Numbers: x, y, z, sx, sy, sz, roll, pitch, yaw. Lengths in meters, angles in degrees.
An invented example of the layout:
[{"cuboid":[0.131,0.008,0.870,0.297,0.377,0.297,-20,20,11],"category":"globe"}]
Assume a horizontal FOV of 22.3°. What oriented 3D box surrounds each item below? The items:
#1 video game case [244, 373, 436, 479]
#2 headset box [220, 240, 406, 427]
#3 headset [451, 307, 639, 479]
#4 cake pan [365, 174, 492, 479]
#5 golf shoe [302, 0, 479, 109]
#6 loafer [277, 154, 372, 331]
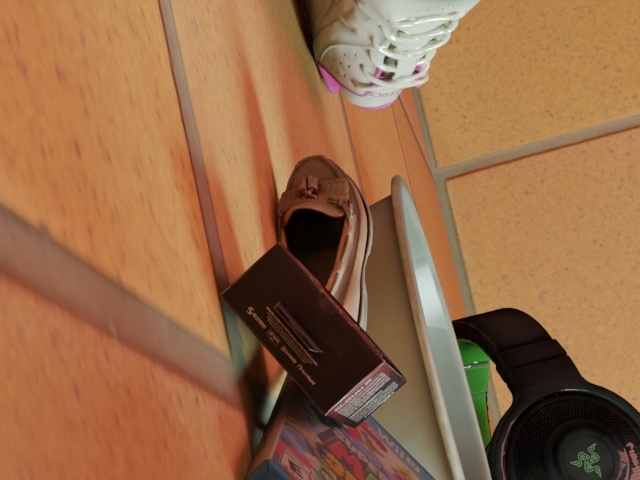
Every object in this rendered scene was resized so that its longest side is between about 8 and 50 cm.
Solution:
[{"cuboid":[0.025,0.107,0.636,0.119,0.015,0.166,45,9,-3],"category":"video game case"},{"cuboid":[-0.002,0.038,0.629,0.062,0.032,0.083,48,1,13],"category":"headset box"},{"cuboid":[0.153,0.227,1.202,0.394,0.185,0.243,-121,-156,-46],"category":"headset"},{"cuboid":[0.062,0.106,1.011,0.293,0.054,0.293,-14,90,-83],"category":"cake pan"},{"cuboid":[0.059,-0.157,1.105,0.306,0.115,0.140,-148,-126,-75],"category":"golf shoe"},{"cuboid":[0.000,0.000,0.786,0.039,0.045,0.125,59,19,-45],"category":"loafer"}]
